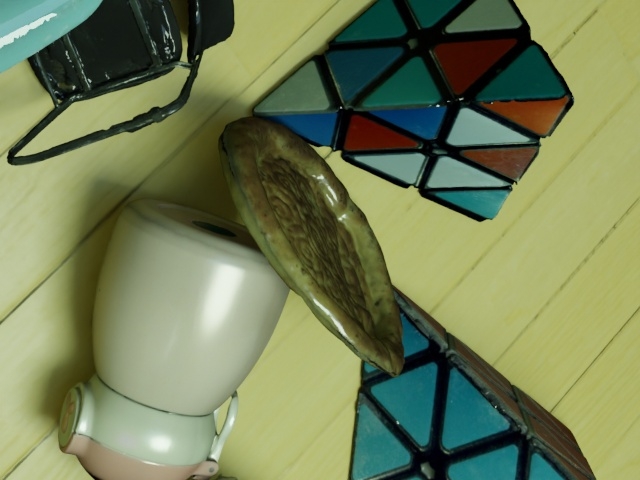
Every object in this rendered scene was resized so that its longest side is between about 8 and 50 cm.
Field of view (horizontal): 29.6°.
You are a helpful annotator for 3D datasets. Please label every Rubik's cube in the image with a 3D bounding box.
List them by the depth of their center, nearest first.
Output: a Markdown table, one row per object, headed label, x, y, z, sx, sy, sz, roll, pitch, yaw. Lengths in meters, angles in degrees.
| label | x | y | z | sx | sy | sz | roll | pitch | yaw |
| --- | --- | --- | --- | --- | --- | --- | --- | --- | --- |
| Rubik's cube | 0.051 | -0.156 | 1.068 | 0.234 | 0.284 | 0.249 | -8 | 77 | -8 |
| Rubik's cube | 0.144 | 0.202 | 1.142 | 0.233 | 0.228 | 0.228 | 92 | 7 | -50 |

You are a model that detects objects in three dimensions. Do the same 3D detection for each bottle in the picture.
| label | x | y | z | sx | sy | sz | roll | pitch | yaw |
| --- | --- | --- | --- | --- | --- | --- | --- | --- | --- |
| bottle | -0.124 | 0.096 | 0.973 | 0.148 | 0.147 | 0.236 | 16 | 98 | -31 |

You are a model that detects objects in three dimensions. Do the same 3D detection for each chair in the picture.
| label | x | y | z | sx | sy | sz | roll | pitch | yaw |
| --- | --- | --- | --- | --- | --- | --- | --- | --- | --- |
| chair | -0.164 | -0.172 | 0.924 | 0.145 | 0.221 | 0.140 | -13 | 111 | 17 |

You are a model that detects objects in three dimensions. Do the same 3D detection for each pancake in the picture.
| label | x | y | z | sx | sy | sz | roll | pitch | yaw |
| --- | --- | --- | --- | --- | --- | --- | --- | --- | --- |
| pancake | -0.001 | 0.000 | 0.984 | 0.031 | 0.250 | 0.250 | -32 | 119 | 17 |

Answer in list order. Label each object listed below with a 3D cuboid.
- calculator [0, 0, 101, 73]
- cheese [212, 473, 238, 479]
| label | x | y | z | sx | sy | sz | roll | pitch | yaw |
| --- | --- | --- | --- | --- | --- | --- | --- | --- | --- |
| calculator | -0.318 | -0.181 | 0.755 | 0.386 | 0.054 | 0.256 | -23 | 74 | -13 |
| cheese | -0.083 | 0.303 | 1.018 | 0.189 | 0.154 | 0.198 | 37 | 93 | -31 |
